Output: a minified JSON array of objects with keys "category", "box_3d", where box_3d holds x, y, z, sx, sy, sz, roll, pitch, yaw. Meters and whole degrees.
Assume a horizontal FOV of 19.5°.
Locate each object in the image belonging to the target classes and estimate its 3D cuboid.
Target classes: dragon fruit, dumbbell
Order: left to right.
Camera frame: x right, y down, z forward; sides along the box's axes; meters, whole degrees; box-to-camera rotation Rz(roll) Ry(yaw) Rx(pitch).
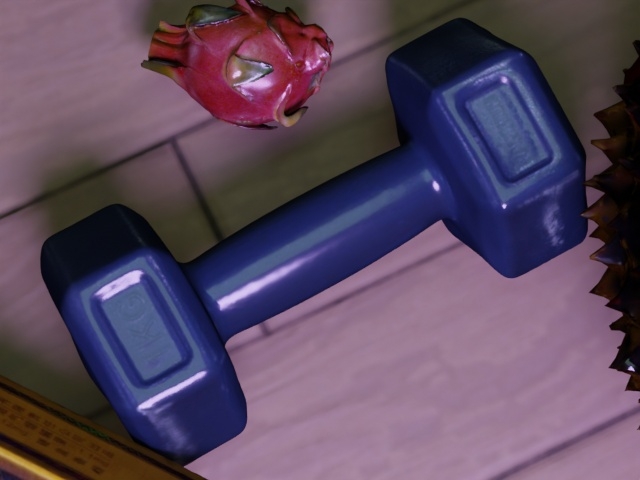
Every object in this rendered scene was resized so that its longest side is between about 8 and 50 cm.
[{"category":"dragon fruit","box_3d":[-0.052,-0.113,1.159,0.116,0.086,0.081,12,84,-3]},{"category":"dumbbell","box_3d":[0.000,0.000,1.108,0.316,0.156,0.143,-29,58,-8]}]

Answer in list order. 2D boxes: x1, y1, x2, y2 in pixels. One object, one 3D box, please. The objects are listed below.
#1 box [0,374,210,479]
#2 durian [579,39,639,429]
[{"category":"box","box_3d":[-0.234,0.162,1.059,0.301,0.084,0.193,27,110,3]},{"category":"durian","box_3d":[0.304,0.005,1.031,0.348,0.347,0.384,-17,72,-5]}]
